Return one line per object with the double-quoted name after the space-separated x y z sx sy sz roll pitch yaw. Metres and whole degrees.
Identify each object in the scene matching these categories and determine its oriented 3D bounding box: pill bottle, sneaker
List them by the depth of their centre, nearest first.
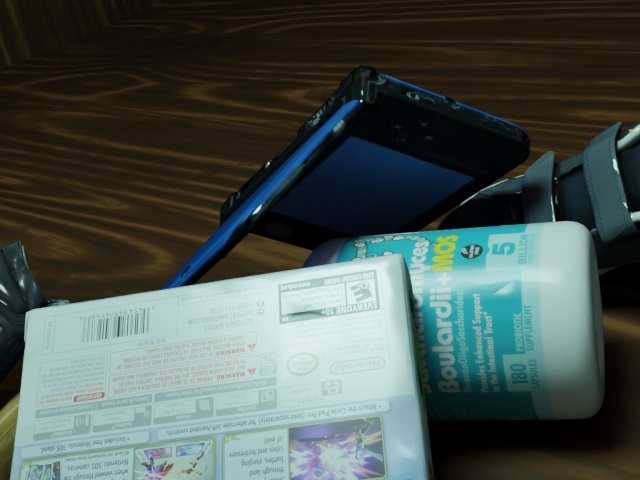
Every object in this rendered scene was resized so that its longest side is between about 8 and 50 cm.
0.078 0.066 0.733 0.264 0.146 0.146 -5 27 19 "pill bottle"
0.245 -0.033 0.823 0.321 0.127 0.126 -13 64 13 "sneaker"
-0.337 0.063 0.841 0.269 0.101 0.153 15 36 36 "sneaker"

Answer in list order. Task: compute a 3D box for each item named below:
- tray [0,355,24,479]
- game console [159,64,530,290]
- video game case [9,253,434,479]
-0.365 0.215 0.736 0.203 0.076 0.411 -1 27 25 "tray"
0.000 0.000 0.821 0.250 0.173 0.293 16 -27 -22 "game console"
-0.064 0.145 0.605 0.270 0.061 0.244 -9 58 10 "video game case"
